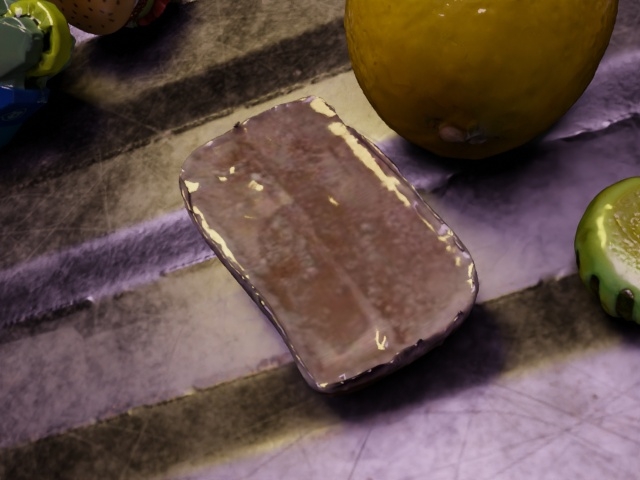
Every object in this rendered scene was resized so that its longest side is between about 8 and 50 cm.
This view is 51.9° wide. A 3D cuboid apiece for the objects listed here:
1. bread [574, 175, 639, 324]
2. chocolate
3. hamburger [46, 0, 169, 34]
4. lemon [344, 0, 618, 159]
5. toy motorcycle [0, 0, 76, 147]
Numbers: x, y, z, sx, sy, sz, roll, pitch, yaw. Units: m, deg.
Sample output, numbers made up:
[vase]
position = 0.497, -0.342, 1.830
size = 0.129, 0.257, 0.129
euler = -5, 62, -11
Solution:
[bread]
position = 0.282, 0.012, 0.538
size = 0.139, 0.071, 0.130
euler = 3, 61, 20
[chocolate]
position = 0.000, 0.000, 0.613
size = 0.185, 0.100, 0.303
euler = -31, 61, -13
[hamburger]
position = -0.275, -0.340, 0.822
size = 0.175, 0.175, 0.137
euler = 7, 38, 20
[lemon]
position = 0.137, -0.187, 0.591
size = 0.241, 0.240, 0.219
euler = 0, 67, 17
[toy motorcycle]
position = -0.452, -0.229, 0.817
size = 0.327, 0.191, 0.199
euler = 24, 110, 18
